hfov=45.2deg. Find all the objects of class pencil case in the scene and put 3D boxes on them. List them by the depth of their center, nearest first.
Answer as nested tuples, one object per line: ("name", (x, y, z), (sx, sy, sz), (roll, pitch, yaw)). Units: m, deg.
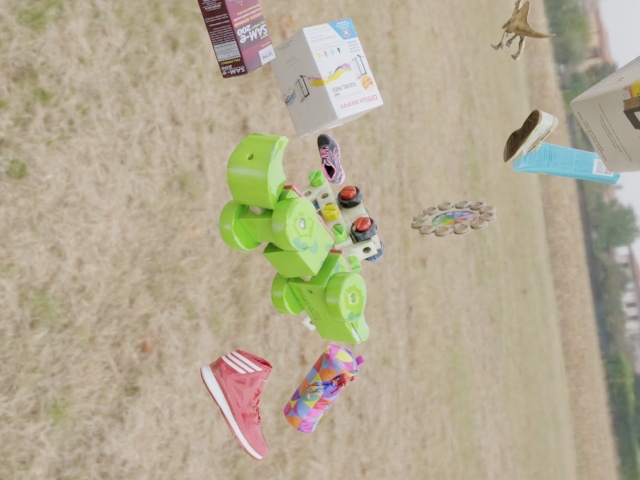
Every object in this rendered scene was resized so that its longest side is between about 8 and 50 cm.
("pencil case", (0.005, 0.365, 1.890), (0.104, 0.236, 0.104), (31, 22, -14))

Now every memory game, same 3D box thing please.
("memory game", (0.284, -0.049, 1.641), (0.186, 0.186, 0.012), (-56, 139, -61))

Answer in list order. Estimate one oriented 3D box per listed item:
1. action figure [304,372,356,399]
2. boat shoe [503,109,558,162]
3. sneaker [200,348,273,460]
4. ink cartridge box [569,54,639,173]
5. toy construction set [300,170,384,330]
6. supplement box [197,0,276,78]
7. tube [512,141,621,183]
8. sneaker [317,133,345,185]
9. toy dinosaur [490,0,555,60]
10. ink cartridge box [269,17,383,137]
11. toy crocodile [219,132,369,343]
("action figure", (0.024, 0.319, 1.697), (0.038, 0.115, 0.030), (-102, 171, -51))
("boat shoe", (0.351, -0.168, 1.290), (0.135, 0.045, 0.050), (124, -25, -64))
("sneaker", (-0.129, 0.313, 1.495), (0.221, 0.128, 0.087), (60, -5, -14))
("ink cartridge box", (0.445, -0.178, 0.862), (0.117, 0.201, 0.278), (57, -4, -6))
("toy construction set", (0.000, 0.000, 1.461), (0.151, 0.215, 0.327), (65, 4, -55))
("supplement box", (-0.186, -0.481, 1.636), (0.130, 0.073, 0.239), (-48, 127, -51))
("tube", (0.482, -0.154, 1.509), (0.052, 0.207, 0.080), (100, 1, -60))
("sneaker", (0.017, -0.179, 1.680), (0.057, 0.047, 0.119), (-6, 77, -64))
("toy dinosaur", (0.335, -0.358, 1.300), (0.183, 0.053, 0.092), (-90, -160, -54))
("ink cartridge box", (0.012, -0.402, 1.919), (0.171, 0.168, 0.232), (-24, 94, -38))
("toy crocodile", (-0.023, 0.014, 0.986), (0.340, 0.115, 0.105), (57, 48, -35))
